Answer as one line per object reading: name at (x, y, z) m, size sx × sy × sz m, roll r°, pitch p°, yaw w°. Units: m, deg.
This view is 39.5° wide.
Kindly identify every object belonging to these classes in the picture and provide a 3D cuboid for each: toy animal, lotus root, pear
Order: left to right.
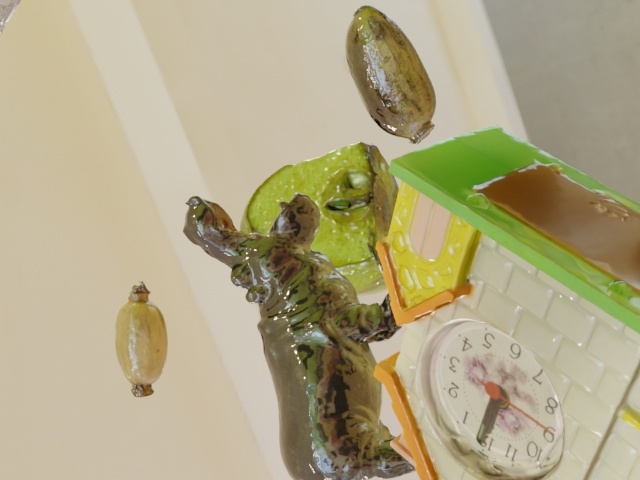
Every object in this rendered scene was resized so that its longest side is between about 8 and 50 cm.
lotus root at (-0.233, 0.127, 1.163) m, size 0.062 × 0.073 × 0.150 m, roll -2°, pitch -91°, yaw -36°
toy animal at (-0.004, 0.082, 0.890) m, size 0.106 × 0.168 × 0.343 m, roll 60°, pitch -175°, yaw -74°
pear at (0.000, 0.000, 1.404) m, size 0.164 × 0.255 × 0.238 m, roll 53°, pitch -153°, yaw -52°
lotus root at (0.081, -0.196, 1.074) m, size 0.080 × 0.089 × 0.179 m, roll -35°, pitch -76°, yaw -21°

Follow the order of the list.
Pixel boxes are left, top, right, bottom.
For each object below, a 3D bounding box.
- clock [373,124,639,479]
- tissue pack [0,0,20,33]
clock at (0.134, 0.092, 0.583) m, size 0.106 × 0.220 × 0.255 m, roll -21°, pitch -46°, yaw -39°
tissue pack at (-0.404, -0.326, 1.024) m, size 0.051 × 0.112 × 0.156 m, roll -26°, pitch -94°, yaw -41°
